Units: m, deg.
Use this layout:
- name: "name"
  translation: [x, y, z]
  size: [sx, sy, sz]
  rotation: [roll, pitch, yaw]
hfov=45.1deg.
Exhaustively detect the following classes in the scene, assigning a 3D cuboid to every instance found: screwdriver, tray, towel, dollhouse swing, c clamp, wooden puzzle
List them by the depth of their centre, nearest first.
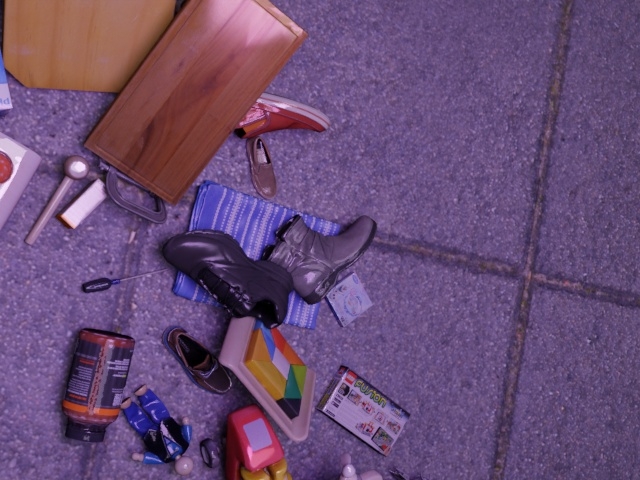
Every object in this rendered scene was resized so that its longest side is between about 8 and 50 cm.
- name: "tray"
  translation: [-0.230, -0.283, 1.422]
  size: [0.202, 0.076, 0.411]
  rotation: [35, 103, -21]
- name: "dollhouse swing"
  translation: [-0.438, -0.491, 1.425]
  size: [0.346, 0.305, 0.315]
  rotation: [-3, 50, -28]
- name: "c clamp"
  translation: [-0.354, -0.100, 1.458]
  size: [0.022, 0.137, 0.160]
  rotation: [-40, 129, 22]
- name: "screwdriver"
  translation: [-0.372, 0.077, 1.482]
  size: [0.169, 0.024, 0.025]
  rotation: [-8, 65, -30]
- name: "wooden puzzle"
  translation: [-0.091, 0.246, 1.514]
  size: [0.044, 0.221, 0.239]
  rotation: [-33, 111, 21]
- name: "towel"
  translation: [-0.125, 0.034, 1.604]
  size: [0.335, 0.040, 0.243]
  rotation: [17, 83, -27]

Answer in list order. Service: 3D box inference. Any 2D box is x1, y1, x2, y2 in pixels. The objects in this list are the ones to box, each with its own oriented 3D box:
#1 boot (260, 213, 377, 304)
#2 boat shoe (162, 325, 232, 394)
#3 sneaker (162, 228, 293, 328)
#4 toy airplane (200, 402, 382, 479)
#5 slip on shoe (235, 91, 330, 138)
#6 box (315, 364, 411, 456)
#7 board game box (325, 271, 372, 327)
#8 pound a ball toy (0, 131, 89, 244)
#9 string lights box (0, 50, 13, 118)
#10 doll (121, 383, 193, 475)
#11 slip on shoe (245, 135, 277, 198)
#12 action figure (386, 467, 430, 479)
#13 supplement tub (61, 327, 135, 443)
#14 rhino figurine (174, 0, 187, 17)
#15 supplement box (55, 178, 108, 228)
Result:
- name: "boot"
  translation: [0.000, 0.000, 1.616]
  size: [0.161, 0.083, 0.246]
  rotation: [47, 70, -17]
- name: "boat shoe"
  translation: [-0.239, 0.245, 1.527]
  size: [0.183, 0.066, 0.066]
  rotation: [46, 71, -20]
- name: "sneaker"
  translation: [-0.171, 0.076, 1.478]
  size: [0.286, 0.109, 0.130]
  rotation: [26, 41, -25]
- name: "toy airplane"
  translation: [-0.088, 0.560, 1.493]
  size: [0.384, 0.272, 0.386]
  rotation: [35, 74, -24]
- name: "slip on shoe"
  translation: [-0.138, -0.254, 1.560]
  size: [0.331, 0.123, 0.101]
  rotation: [6, 101, -25]
- name: "box"
  translation: [0.098, 0.382, 1.724]
  size: [0.207, 0.036, 0.114]
  rotation: [40, 72, -22]
- name: "board game box"
  translation: [0.061, 0.131, 1.713]
  size: [0.090, 0.020, 0.090]
  rotation: [-34, 105, -23]
- name: "pound a ball toy"
  translation: [-0.555, -0.055, 1.320]
  size: [0.208, 0.135, 0.319]
  rotation: [33, 76, -24]
- name: "string lights box"
  translation: [-0.590, -0.338, 1.301]
  size: [0.076, 0.133, 0.260]
  rotation: [-13, 96, -28]
- name: "doll"
  translation: [-0.311, 0.374, 1.483]
  size: [0.129, 0.046, 0.189]
  rotation: [-39, 94, -22]
- name: "slip on shoe"
  translation: [-0.119, -0.152, 1.604]
  size: [0.051, 0.041, 0.136]
  rotation: [-15, 97, -27]
- name: "action figure"
  translation: [0.167, 0.639, 1.730]
  size: [0.185, 0.099, 0.285]
  rotation: [49, 66, -14]
- name: "supplement tub"
  translation: [-0.412, 0.266, 1.414]
  size: [0.106, 0.106, 0.198]
  rotation: [16, 83, -27]
- name: "rhino figurine"
  translation: [-0.190, -0.489, 1.549]
  size: [0.106, 0.073, 0.243]
  rotation: [44, 70, -17]
- name: "supplement box"
  translation: [-0.438, -0.067, 1.423]
  size: [0.036, 0.062, 0.098]
  rotation: [47, 71, -20]
